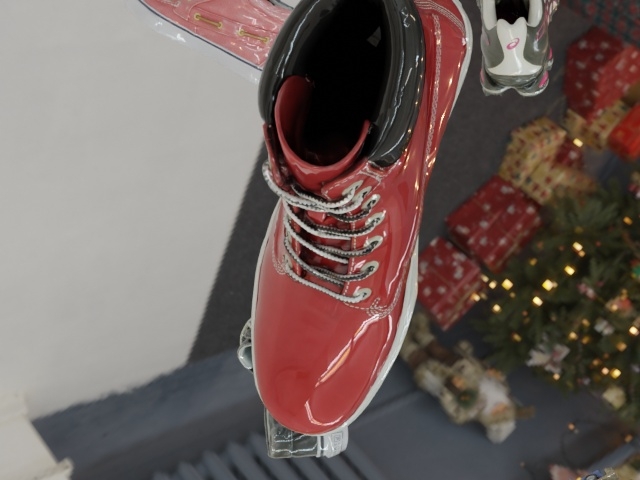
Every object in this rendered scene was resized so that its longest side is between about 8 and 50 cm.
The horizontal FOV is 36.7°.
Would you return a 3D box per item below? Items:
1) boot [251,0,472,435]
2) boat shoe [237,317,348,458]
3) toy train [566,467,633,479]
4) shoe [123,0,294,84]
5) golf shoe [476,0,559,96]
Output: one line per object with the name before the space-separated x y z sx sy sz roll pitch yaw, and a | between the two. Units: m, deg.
boot | 0.000 0.000 0.440 0.176 0.088 0.244 -41 147 -70
boat shoe | -0.053 0.139 1.301 0.119 0.335 0.121 -4 136 -14
toy train | 0.106 0.173 0.542 0.158 0.027 0.036 -29 -165 2
shoe | -0.103 -0.224 0.938 0.081 0.178 0.063 -64 167 18
golf shoe | 0.242 -0.303 1.175 0.105 0.272 0.120 -3 145 11
